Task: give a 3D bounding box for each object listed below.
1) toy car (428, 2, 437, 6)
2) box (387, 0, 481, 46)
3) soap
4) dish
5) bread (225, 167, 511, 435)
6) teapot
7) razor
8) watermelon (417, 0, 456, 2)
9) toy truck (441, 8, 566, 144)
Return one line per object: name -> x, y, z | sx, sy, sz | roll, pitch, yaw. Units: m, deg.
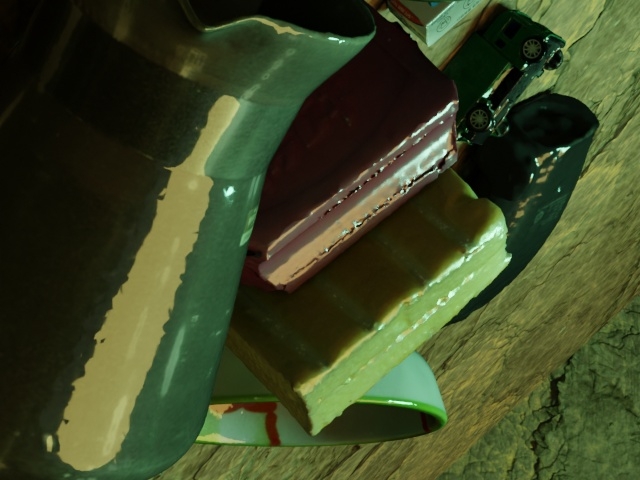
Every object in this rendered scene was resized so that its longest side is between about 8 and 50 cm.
toy car -> 0.171, -0.290, 1.037 | 0.314, 0.166, 0.198 | -28, 158, -23
box -> 0.153, -0.262, 1.244 | 0.218, 0.055, 0.039 | -41, 162, -8
soap -> -0.021, -0.067, 1.126 | 0.250, 0.162, 0.099 | -40, 160, -16
dish -> -0.035, 0.127, 1.441 | 0.324, 0.124, 0.324 | 0, 164, 0
bread -> 0.000, 0.000, 1.204 | 0.239, 0.246, 0.111 | -39, 148, -16
teapot -> -0.130, -0.040, 0.898 | 0.344, 0.253, 0.300 | -58, -170, 22
razor -> 0.221, -0.028, 1.763 | 0.189, 0.107, 0.327 | -27, 154, -42
watermelon -> 0.061, -0.255, 0.785 | 0.269, 0.269, 0.269 | -38, 159, -17
toy truck -> 0.177, -0.164, 1.445 | 0.147, 0.079, 0.065 | -50, 158, 17
